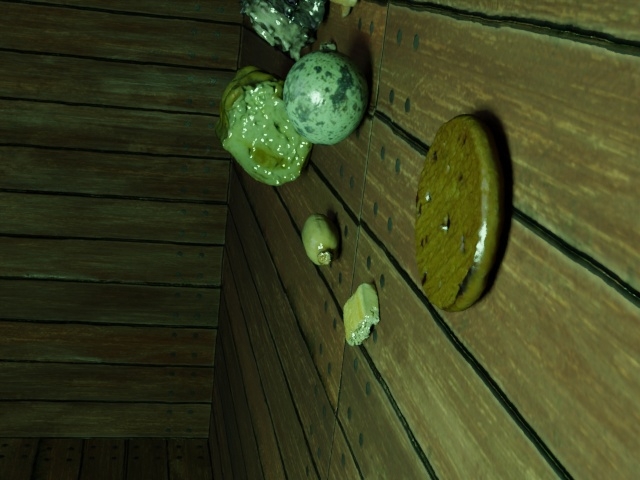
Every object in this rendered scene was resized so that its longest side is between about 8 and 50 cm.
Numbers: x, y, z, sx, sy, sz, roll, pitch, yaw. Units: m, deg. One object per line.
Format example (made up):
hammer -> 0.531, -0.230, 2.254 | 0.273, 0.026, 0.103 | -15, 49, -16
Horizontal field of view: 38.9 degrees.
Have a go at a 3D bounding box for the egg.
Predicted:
egg -> 0.008, -0.218, 1.411 | 0.172, 0.132, 0.132 | 90, 176, -57

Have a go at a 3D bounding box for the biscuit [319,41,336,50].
biscuit -> 0.018, -0.252, 1.612 | 0.250, 0.032, 0.133 | -105, 22, -56

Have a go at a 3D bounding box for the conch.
conch -> -0.075, -0.474, 1.810 | 0.313, 0.186, 0.241 | -3, 112, 61

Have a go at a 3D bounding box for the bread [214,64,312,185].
bread -> -0.117, -0.246, 1.900 | 0.196, 0.238, 0.252 | -43, 27, 7

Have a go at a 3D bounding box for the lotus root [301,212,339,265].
lotus root -> 0.000, 0.000, 1.558 | 0.150, 0.062, 0.073 | -105, 21, -60

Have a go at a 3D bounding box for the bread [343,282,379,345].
bread -> 0.060, 0.105, 1.318 | 0.083, 0.035, 0.070 | 117, 154, -49

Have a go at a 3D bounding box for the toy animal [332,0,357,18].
toy animal -> -0.023, -0.437, 1.483 | 0.184, 0.185, 0.104 | 112, 157, -58

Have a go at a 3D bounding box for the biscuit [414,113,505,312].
biscuit -> 0.143, -0.029, 0.941 | 0.212, 0.036, 0.212 | -177, 90, -77
